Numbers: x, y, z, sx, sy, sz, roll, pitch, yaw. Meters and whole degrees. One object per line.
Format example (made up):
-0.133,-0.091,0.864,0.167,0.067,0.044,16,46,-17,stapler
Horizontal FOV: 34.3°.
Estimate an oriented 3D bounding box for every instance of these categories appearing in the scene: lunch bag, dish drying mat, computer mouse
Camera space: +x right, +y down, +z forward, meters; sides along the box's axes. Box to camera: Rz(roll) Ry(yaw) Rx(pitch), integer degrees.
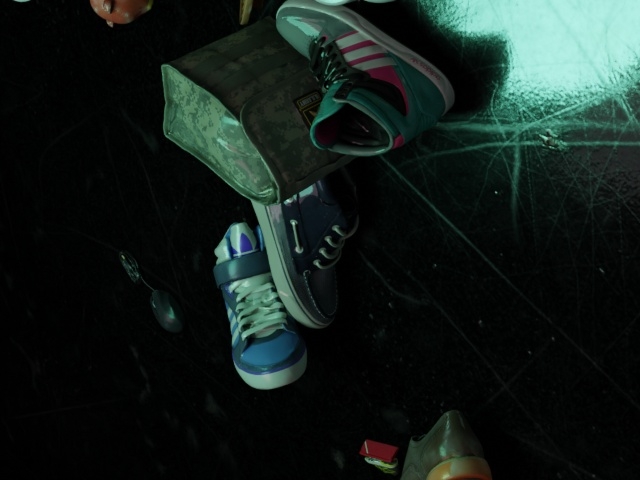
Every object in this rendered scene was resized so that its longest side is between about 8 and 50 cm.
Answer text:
-0.069,-0.194,1.596,0.287,0.235,0.169,37,142,28,lunch bag
0.107,0.385,1.901,0.083,0.032,0.008,3,143,49,dish drying mat
-0.382,0.115,2.306,0.242,0.041,0.071,46,140,23,computer mouse

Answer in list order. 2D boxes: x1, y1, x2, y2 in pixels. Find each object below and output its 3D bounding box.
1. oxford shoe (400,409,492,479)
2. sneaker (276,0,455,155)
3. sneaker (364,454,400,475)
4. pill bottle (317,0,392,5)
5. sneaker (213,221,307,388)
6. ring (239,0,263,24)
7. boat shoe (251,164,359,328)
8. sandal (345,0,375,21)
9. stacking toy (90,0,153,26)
0.196,0.407,1.768,0.364,0.130,0.133,115,153,-53,oxford shoe
0.023,-0.219,1.472,0.295,0.178,0.124,32,149,15,sneaker
0.113,0.412,1.908,0.083,0.031,0.035,7,126,54,sneaker
0.103,-0.378,1.249,0.161,0.283,0.161,27,130,38,pill bottle
-0.122,0.093,1.829,0.323,0.130,0.236,-113,6,-66,sneaker
-0.065,-0.436,1.291,0.336,0.032,0.337,-173,90,-82,ring
0.000,0.000,1.734,0.158,0.127,0.341,-4,120,33,boat shoe
0.013,-0.460,1.428,0.167,0.107,0.446,33,138,35,sandal
-0.259,-0.423,1.608,0.279,0.130,0.309,12,171,6,stacking toy
